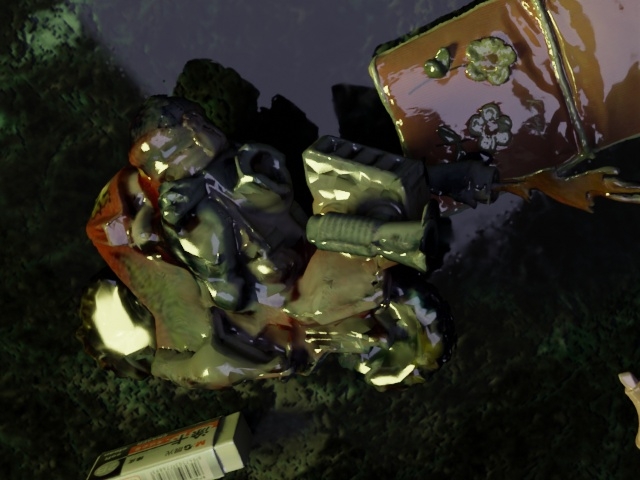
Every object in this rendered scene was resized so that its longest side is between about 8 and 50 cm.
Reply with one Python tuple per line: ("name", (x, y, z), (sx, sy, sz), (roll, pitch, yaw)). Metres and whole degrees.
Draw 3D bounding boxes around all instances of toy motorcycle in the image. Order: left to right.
("toy motorcycle", (0.000, 0.000, 0.816), (0.401, 0.134, 0.207), (1, 112, 27))

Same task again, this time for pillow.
("pillow", (0.156, -0.111, 0.833), (0.232, 0.043, 0.126), (-22, 101, 12))

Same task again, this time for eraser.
("eraser", (-0.112, 0.164, 0.943), (0.122, 0.052, 0.029), (-18, 107, 10))

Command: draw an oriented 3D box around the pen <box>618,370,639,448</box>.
("pen", (0.277, 0.165, 0.918), (0.053, 0.032, 0.197), (-37, 103, 16))
